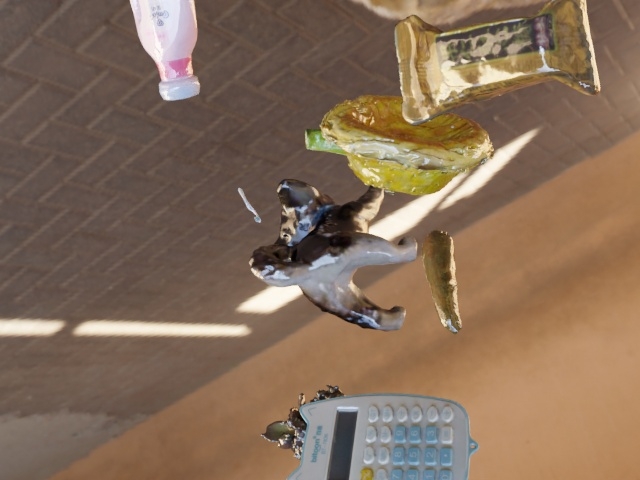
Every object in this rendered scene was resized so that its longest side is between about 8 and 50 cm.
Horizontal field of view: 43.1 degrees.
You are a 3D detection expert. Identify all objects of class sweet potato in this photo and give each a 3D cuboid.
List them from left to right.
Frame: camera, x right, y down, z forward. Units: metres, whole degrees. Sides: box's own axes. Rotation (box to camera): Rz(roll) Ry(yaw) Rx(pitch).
[{"bbox_3d":[0.266,0.081,1.762,0.075,0.273,0.075,-2,138,-1],"label":"sweet potato"}]

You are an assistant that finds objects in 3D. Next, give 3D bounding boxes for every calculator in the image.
[{"bbox_3d":[0.133,0.430,1.676,0.386,0.256,0.054,-6,134,17],"label":"calculator"}]

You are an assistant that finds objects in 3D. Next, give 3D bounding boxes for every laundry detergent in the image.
[{"bbox_3d":[-0.298,-0.434,1.527,0.159,0.335,0.088,10,-152,40],"label":"laundry detergent"}]

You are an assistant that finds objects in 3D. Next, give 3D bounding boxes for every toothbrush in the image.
[{"bbox_3d":[-0.201,-0.101,2.291,0.017,0.162,0.014,3,126,-31],"label":"toothbrush"}]

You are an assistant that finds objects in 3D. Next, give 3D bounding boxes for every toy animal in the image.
[{"bbox_3d":[0.000,0.000,1.534,0.303,0.344,0.194,6,116,-17],"label":"toy animal"}]

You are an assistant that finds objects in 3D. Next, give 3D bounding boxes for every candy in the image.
[{"bbox_3d":[0.204,-0.228,1.002,0.271,0.143,0.101,-3,-172,41],"label":"candy"}]

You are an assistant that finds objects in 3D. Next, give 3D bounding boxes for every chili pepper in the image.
[{"bbox_3d":[0.067,-0.179,1.541,0.202,0.052,0.050,12,160,6],"label":"chili pepper"}]

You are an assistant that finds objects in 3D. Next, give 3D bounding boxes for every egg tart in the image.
[{"bbox_3d":[0.140,-0.153,1.346,0.295,0.295,0.116,-9,119,-33],"label":"egg tart"}]

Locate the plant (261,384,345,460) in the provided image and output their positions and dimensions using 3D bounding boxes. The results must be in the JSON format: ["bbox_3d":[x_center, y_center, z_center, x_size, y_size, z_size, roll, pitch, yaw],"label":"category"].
[{"bbox_3d":[0.006,0.470,2.008,0.178,0.234,0.204,-54,179,-40],"label":"plant"}]
